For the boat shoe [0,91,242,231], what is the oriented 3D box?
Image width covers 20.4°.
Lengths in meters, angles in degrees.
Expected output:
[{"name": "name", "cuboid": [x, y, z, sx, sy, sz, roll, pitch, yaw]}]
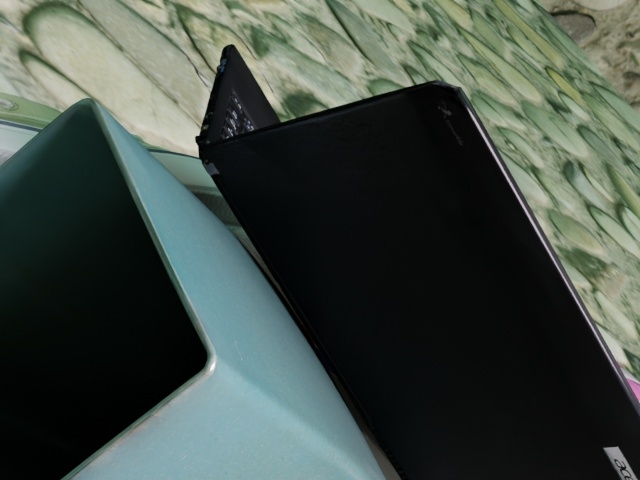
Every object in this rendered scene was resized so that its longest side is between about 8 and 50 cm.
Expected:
[{"name": "boat shoe", "cuboid": [-0.133, -0.030, 1.020, 0.302, 0.109, 0.094, 20, 28, -46]}]

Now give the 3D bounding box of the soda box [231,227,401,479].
[{"name": "soda box", "cuboid": [0.008, 0.130, 0.980, 0.286, 0.098, 0.091, 46, 17, 7]}]

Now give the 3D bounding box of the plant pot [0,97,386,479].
[{"name": "plant pot", "cuboid": [-0.071, 0.091, 0.808, 0.234, 0.165, 0.166, 40, 16, -47]}]

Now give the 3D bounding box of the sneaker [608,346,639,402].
[{"name": "sneaker", "cuboid": [0.219, 0.132, 1.415, 0.252, 0.103, 0.111, 34, 23, -30]}]

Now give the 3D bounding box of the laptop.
[{"name": "laptop", "cuboid": [0.055, 0.009, 0.871, 0.234, 0.136, 0.264, 59, 13, -18]}]
